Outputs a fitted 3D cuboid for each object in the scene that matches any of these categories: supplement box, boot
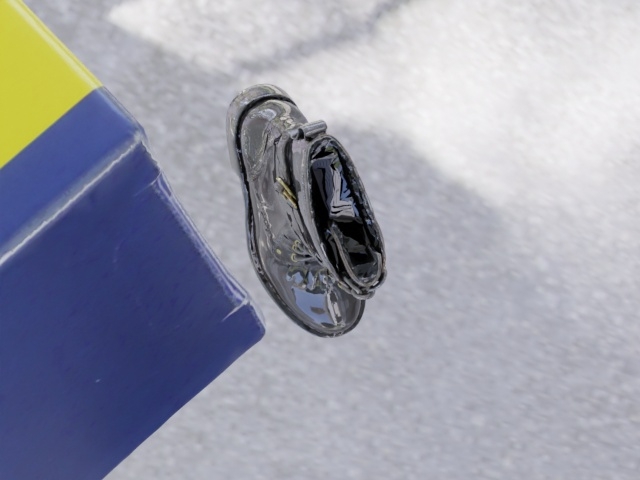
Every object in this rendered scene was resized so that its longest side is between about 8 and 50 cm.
[{"bbox_3d":[-0.220,-0.053,0.771,0.195,0.194,0.356,-42,66,-6],"label":"supplement box"},{"bbox_3d":[0.000,0.000,1.577,0.091,0.263,0.229,-25,25,-9],"label":"boot"}]
